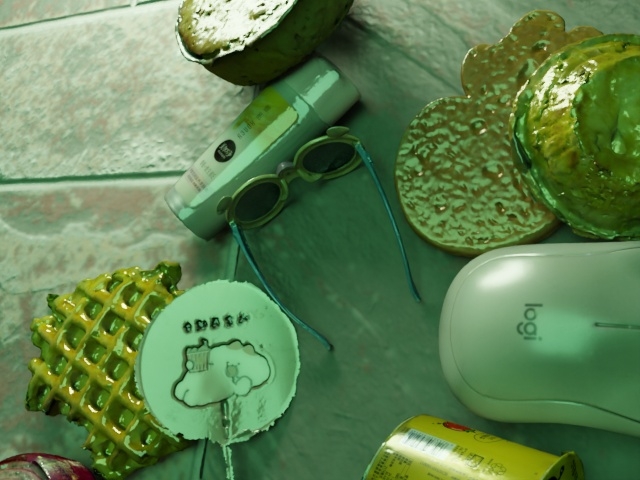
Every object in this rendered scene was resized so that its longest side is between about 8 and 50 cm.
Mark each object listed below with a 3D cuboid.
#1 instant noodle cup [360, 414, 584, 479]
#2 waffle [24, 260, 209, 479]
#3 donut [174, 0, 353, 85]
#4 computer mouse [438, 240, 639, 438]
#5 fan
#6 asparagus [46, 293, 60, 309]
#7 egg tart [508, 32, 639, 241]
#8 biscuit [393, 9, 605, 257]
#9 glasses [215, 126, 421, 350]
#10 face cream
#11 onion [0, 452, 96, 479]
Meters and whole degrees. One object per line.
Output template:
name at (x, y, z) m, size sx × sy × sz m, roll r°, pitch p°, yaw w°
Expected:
instant noodle cup at (0.123, 0.240, 0.589) m, size 0.144 × 0.182 × 0.182 m, roll 17°, pitch 80°, yaw 38°
waffle at (-0.253, 0.160, 0.843) m, size 0.291 × 0.051 × 0.291 m, roll -6°, pitch 71°, yaw 18°
donut at (-0.062, -0.307, 0.869) m, size 0.272 × 0.107 × 0.272 m, roll -23°, pitch 50°, yaw 31°
computer mouse at (0.247, 0.081, 0.611) m, size 0.296 × 0.121 × 0.184 m, roll 3°, pitch 72°, yaw 27°
fan at (-0.108, 0.205, 0.766) m, size 0.190 × 0.009 × 0.329 m, roll -9°, pitch 74°, yaw -3°
asparagus at (-0.346, 0.093, 0.936) m, size 0.108 × 0.021 × 0.025 m, roll 15°, pitch 80°, yaw 28°
egg tart at (0.286, -0.102, 0.647) m, size 0.212 × 0.090 × 0.213 m, roll -1°, pitch 84°, yaw 7°
biscuit at (0.200, -0.114, 0.741) m, size 0.202 × 0.044 × 0.289 m, roll 27°, pitch 83°, yaw 24°
glasses at (0.009, 0.004, 0.796) m, size 0.189 × 0.088 × 0.221 m, roll -31°, pitch 82°, yaw 11°
face cream at (-0.076, -0.121, 0.857) m, size 0.269 × 0.073 × 0.107 m, roll -43°, pitch 61°, yaw 4°
onion at (-0.361, 0.324, 0.797) m, size 0.218 × 0.140 × 0.195 m, roll 32°, pitch 84°, yaw 30°
